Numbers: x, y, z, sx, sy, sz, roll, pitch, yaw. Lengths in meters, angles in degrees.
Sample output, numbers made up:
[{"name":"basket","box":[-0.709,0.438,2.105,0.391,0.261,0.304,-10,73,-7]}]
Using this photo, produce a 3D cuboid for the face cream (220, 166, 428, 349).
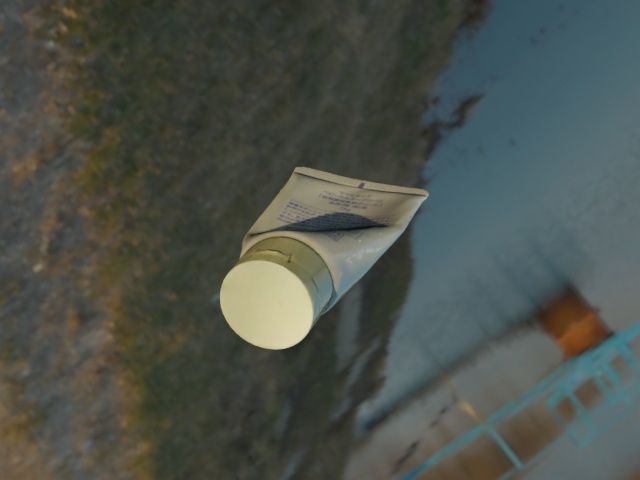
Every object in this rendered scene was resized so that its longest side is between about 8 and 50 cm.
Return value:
[{"name":"face cream","box":[0.000,0.000,1.068,0.224,0.114,0.070,-52,150,-59]}]
